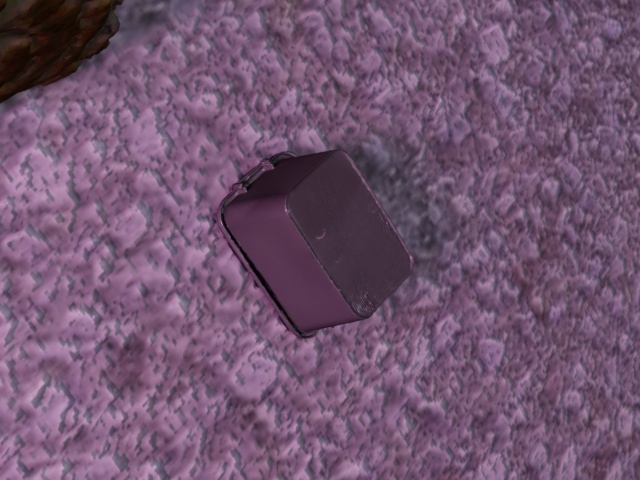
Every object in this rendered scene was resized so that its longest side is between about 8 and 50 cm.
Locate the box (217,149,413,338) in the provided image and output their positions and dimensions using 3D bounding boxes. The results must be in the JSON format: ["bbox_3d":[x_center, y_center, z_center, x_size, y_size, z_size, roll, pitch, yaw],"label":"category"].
[{"bbox_3d":[0.000,0.000,0.695,0.084,0.069,0.122,-45,110,-31],"label":"box"}]

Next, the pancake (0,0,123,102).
[{"bbox_3d":[-0.135,-0.144,0.435,0.067,0.427,0.305,54,39,2],"label":"pancake"}]
